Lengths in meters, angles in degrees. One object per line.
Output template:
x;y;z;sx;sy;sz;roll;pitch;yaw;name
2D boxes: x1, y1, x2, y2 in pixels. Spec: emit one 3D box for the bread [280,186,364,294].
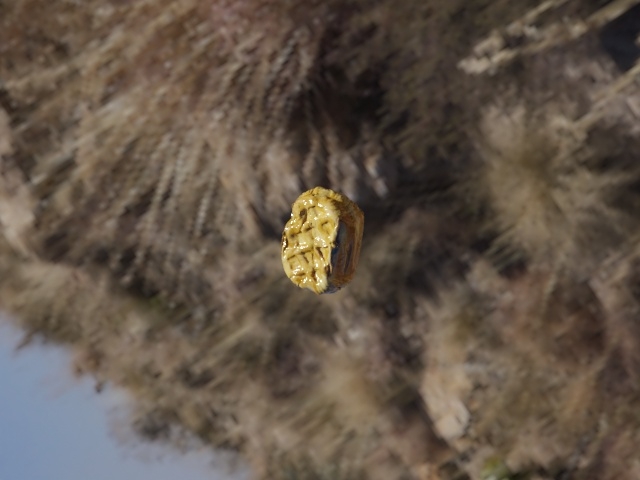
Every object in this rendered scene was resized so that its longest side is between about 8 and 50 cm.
0.000;0.000;1.514;0.083;0.044;0.111;26;117;28;bread
